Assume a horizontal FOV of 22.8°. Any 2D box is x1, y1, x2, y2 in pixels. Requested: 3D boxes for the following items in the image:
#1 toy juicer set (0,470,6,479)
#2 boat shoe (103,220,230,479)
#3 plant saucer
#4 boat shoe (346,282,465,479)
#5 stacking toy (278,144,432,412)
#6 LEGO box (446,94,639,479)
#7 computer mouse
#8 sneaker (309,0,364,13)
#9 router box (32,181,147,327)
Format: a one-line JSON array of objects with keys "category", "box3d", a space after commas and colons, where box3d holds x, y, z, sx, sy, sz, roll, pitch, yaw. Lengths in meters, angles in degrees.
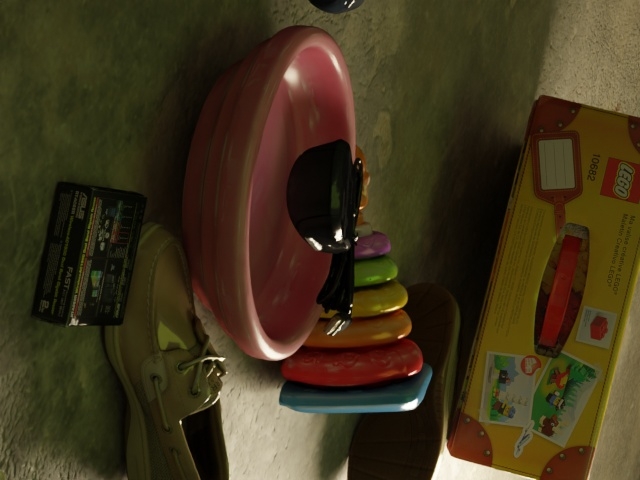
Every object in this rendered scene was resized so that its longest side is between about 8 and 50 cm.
[{"category": "toy juicer set", "box3d": [-0.316, 0.331, 1.246, 0.209, 0.089, 0.329, -36, 139, -31]}, {"category": "boat shoe", "box3d": [-0.133, 0.124, 1.502, 0.109, 0.098, 0.302, -42, 137, -53]}, {"category": "plant saucer", "box3d": [-0.052, -0.050, 1.577, 0.332, 0.084, 0.332, 9, 90, -72]}, {"category": "boat shoe", "box3d": [0.127, 0.232, 2.102, 0.123, 0.123, 0.342, 37, 62, -62]}, {"category": "stacking toy", "box3d": [0.031, 0.038, 1.785, 0.175, 0.165, 0.302, -38, 126, -76]}, {"category": "LEGO box", "box3d": [0.331, 0.085, 2.259, 0.372, 0.193, 0.500, 52, 52, -82]}, {"category": "computer mouse", "box3d": [0.000, 0.000, 1.536, 0.262, 0.060, 0.184, 23, 71, -84]}, {"category": "sneaker", "box3d": [-0.036, -0.337, 1.517, 0.131, 0.112, 0.319, -40, 136, -28]}, {"category": "router box", "box3d": [-0.200, 0.013, 1.378, 0.092, 0.038, 0.123, 7, 94, -66]}]
